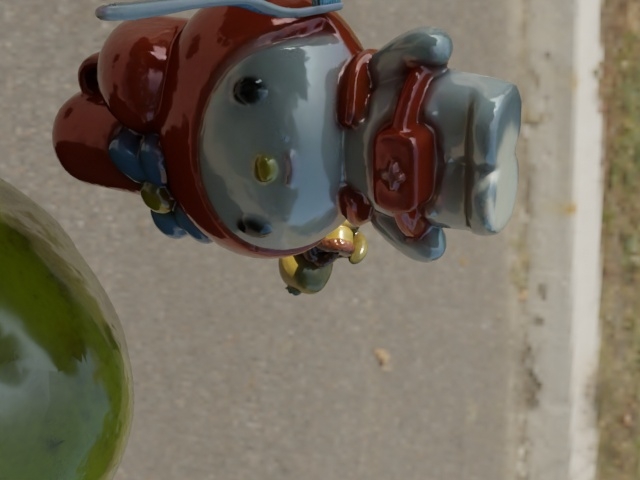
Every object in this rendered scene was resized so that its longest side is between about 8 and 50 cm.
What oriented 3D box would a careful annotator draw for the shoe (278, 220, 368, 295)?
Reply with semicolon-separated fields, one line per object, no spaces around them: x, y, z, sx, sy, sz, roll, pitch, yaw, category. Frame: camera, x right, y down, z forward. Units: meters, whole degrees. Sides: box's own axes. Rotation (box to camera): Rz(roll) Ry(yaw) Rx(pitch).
-0.001;-0.002;1.230;0.072;0.109;0.069;33;50;-29;shoe

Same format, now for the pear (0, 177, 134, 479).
-0.247;0.085;0.937;0.375;0.287;0.287;-36;125;-68;pear

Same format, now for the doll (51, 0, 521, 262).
-0.031;-0.066;0.857;0.130;0.290;0.161;-45;139;-53;doll

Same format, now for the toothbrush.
-0.046;-0.117;0.762;0.162;0.014;0.017;-15;101;-43;toothbrush
